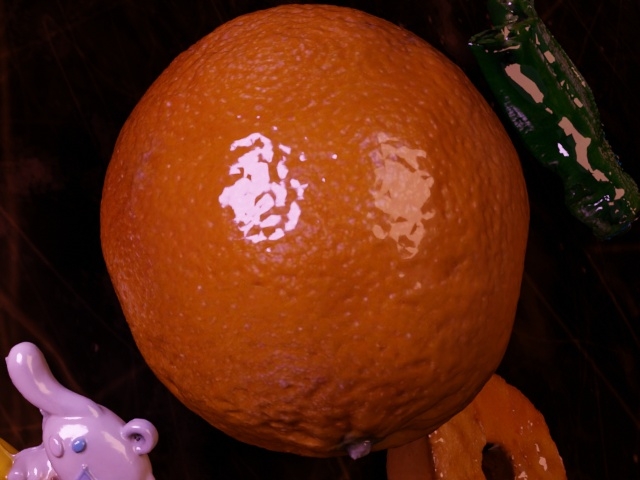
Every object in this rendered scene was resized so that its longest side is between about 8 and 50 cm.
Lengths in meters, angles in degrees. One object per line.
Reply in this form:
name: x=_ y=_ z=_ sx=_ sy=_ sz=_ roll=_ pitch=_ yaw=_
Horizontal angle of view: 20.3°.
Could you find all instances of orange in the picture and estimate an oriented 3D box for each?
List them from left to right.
orange: x=0.000 y=0.000 z=1.041 sx=0.264 sy=0.264 sz=0.264 roll=27 pitch=49 yaw=-36

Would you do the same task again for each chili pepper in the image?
chili pepper: x=0.189 y=-0.103 z=1.457 sx=0.224 sy=0.061 sz=0.098 roll=55 pitch=43 yaw=-6

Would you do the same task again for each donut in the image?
donut: x=0.103 y=0.157 z=1.198 sx=0.152 sy=0.058 sz=0.151 roll=28 pitch=49 yaw=-37

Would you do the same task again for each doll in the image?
doll: x=-0.125 y=0.126 z=0.917 sx=0.135 sy=0.113 sz=0.071 roll=33 pitch=22 yaw=-4
